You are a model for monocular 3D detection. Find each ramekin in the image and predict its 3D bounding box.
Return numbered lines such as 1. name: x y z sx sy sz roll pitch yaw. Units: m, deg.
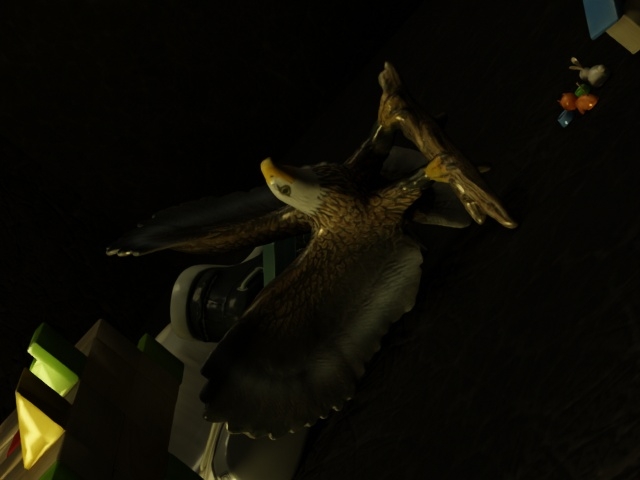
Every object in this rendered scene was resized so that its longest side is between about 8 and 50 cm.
1. ramekin: -0.178 0.211 1.781 0.273 0.127 0.273 -52 7 9

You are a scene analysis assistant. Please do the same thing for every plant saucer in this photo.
1. plant saucer: -0.041 0.063 1.650 0.067 0.018 0.192 -61 -25 -52

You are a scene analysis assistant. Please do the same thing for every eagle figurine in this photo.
1. eagle figurine: -0.008 -0.006 1.359 0.298 0.225 0.226 -43 20 13

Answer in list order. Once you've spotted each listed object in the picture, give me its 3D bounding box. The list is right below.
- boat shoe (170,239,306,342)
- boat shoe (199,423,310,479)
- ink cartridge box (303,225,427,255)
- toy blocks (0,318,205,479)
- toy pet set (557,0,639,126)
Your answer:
1. boat shoe: -0.054 0.063 1.768 0.302 0.091 0.114 -25 -61 -61
2. boat shoe: -0.037 0.134 1.431 0.088 0.096 0.267 -38 24 47
3. ink cartridge box: 0.039 -0.007 1.540 0.062 0.109 0.209 -52 7 6
4. toy blocks: -0.246 0.234 1.324 0.261 0.191 0.381 -46 13 13
5. toy pet set: 0.231 -0.174 1.322 0.122 0.065 0.114 -56 8 -25
